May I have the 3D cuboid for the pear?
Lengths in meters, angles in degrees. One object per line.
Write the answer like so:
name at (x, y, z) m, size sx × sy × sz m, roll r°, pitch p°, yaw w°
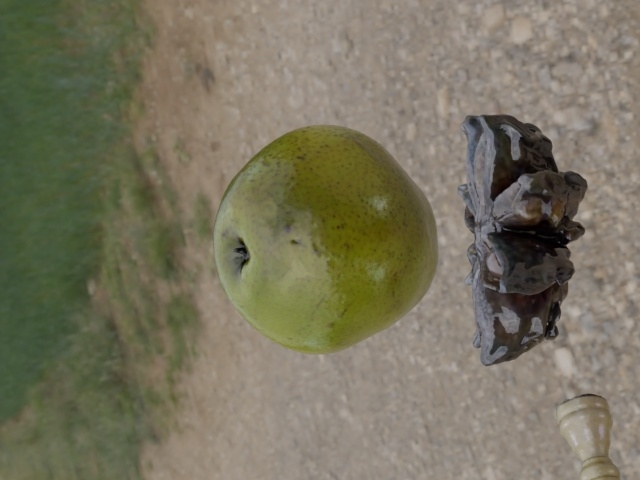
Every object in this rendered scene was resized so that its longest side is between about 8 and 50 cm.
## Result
pear at (0.000, 0.000, 1.409) m, size 0.294 × 0.294 × 0.294 m, roll 166°, pitch 90°, yaw -69°

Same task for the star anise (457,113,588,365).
star anise at (0.184, -0.003, 1.020) m, size 0.236 × 0.109 × 0.223 m, roll -87°, pitch -2°, yaw -86°

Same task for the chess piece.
chess piece at (0.315, 0.245, 1.291) m, size 0.066 × 0.066 × 0.122 m, roll 106°, pitch 163°, yaw -52°
